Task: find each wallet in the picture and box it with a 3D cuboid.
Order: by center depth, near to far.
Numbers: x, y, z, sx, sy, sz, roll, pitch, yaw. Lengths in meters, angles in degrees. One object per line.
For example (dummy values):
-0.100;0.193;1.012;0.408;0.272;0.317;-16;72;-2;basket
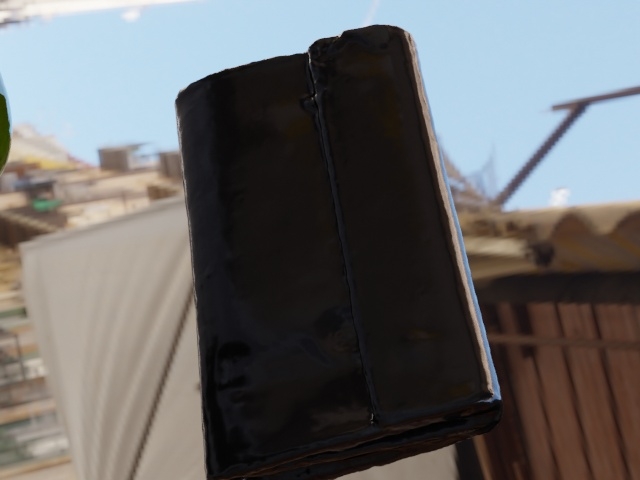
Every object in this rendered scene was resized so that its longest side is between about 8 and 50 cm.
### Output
0.000;0.000;1.109;0.062;0.228;0.406;60;16;-50;wallet

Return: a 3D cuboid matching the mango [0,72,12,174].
-0.303;-0.132;0.856;0.273;0.149;0.185;40;-20;-12;mango
